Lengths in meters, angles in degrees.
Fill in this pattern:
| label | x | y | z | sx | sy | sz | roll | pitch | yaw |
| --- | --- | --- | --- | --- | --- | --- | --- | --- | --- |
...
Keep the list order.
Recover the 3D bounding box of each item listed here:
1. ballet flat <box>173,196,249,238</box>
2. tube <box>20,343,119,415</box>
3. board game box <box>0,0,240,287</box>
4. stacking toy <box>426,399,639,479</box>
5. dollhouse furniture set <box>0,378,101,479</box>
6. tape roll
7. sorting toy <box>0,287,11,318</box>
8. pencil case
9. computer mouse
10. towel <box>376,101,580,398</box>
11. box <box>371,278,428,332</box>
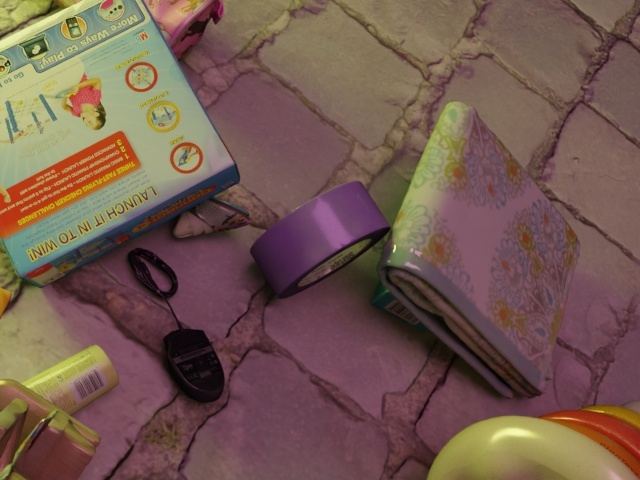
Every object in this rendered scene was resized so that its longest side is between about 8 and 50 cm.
| label | x | y | z | sx | sy | sz | roll | pitch | yaw |
| --- | --- | --- | --- | --- | --- | --- | --- | --- | --- |
| ballet flat | -0.212 | -0.052 | 1.281 | 0.222 | 0.077 | 0.079 | 27 | 76 | -5 |
| tube | -0.362 | 0.210 | 1.088 | 0.240 | 0.062 | 0.070 | -32 | 41 | -29 |
| board game box | -0.312 | -0.143 | 1.190 | 0.308 | 0.086 | 0.301 | -28 | 79 | -6 |
| stacking toy | 0.403 | 0.350 | 1.268 | 0.480 | 0.351 | 0.350 | -17 | 73 | -48 |
| dollhouse furniture set | -0.434 | 0.303 | 0.837 | 0.257 | 0.362 | 0.394 | 36 | 86 | -7 |
| tape roll | 0.000 | 0.000 | 1.276 | 0.189 | 0.189 | 0.080 | -27 | 79 | -33 |
| sorting toy | -0.516 | 0.016 | 0.991 | 0.348 | 0.047 | 0.195 | 14 | 60 | -20 |
| pencil case | -0.334 | -0.415 | 1.347 | 0.386 | 0.167 | 0.160 | 40 | 21 | -3 |
| computer mouse | -0.201 | 0.115 | 1.222 | 0.071 | 0.041 | 0.242 | -13 | 65 | -39 |
| towel | 0.255 | 0.023 | 1.375 | 0.374 | 0.090 | 0.320 | 44 | 51 | -29 |
| box | 0.169 | 0.016 | 1.425 | 0.101 | 0.060 | 0.244 | 29 | 57 | -10 |
